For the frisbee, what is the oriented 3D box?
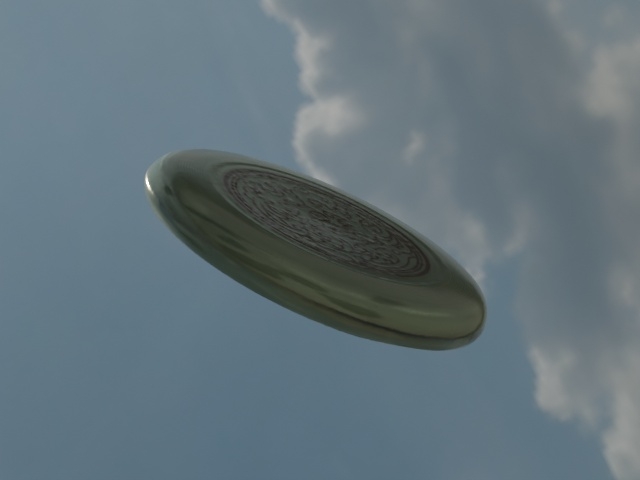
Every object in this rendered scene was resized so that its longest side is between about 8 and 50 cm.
[{"bbox_3d":[0.000,0.000,0.562,0.110,0.014,0.110,24,-164,-7],"label":"frisbee"}]
